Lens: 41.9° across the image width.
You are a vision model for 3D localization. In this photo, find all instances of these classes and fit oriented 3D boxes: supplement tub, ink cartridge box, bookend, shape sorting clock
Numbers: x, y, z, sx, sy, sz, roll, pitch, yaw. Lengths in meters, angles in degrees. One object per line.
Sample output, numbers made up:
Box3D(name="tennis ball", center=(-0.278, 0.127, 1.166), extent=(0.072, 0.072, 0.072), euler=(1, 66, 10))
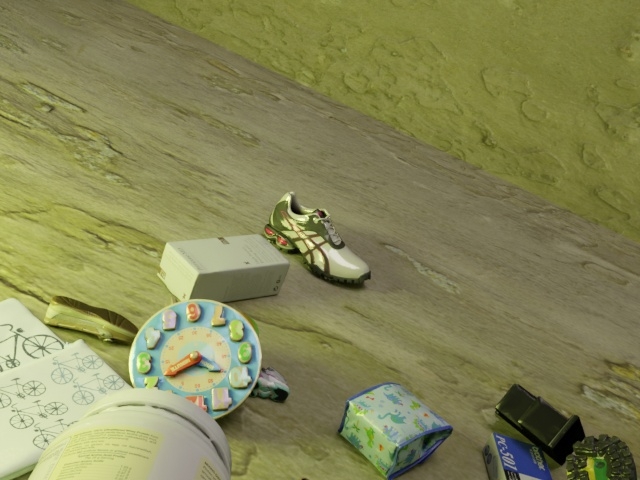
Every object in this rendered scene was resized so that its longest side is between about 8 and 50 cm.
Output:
Box3D(name="supplement tub", center=(-0.218, 0.331, 0.883), extent=(0.235, 0.235, 0.325), euler=(19, 25, -4))
Box3D(name="ink cartridge box", center=(0.336, 0.412, 1.376), extent=(0.097, 0.046, 0.207), euler=(19, 25, -9))
Box3D(name="bookend", center=(0.382, 0.311, 1.492), extent=(0.157, 0.072, 0.156), euler=(38, -7, 33))
Box3D(name="shape sorting clock", center=(-0.195, 0.184, 1.304), extent=(0.206, 0.040, 0.206), euler=(2, 64, -3))

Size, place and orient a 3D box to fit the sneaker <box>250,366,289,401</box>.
Box3D(name="sneaker", center=(-0.101, 0.233, 1.410), extent=(0.098, 0.038, 0.069), euler=(23, 22, -18))

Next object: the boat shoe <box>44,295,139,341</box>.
Box3D(name="boat shoe", center=(-0.377, 0.139, 1.382), extent=(0.153, 0.048, 0.056), euler=(21, 12, -16))

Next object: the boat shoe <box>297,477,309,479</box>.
Box3D(name="boat shoe", center=(0.018, 0.397, 1.132), extent=(0.183, 0.066, 0.066), euler=(35, 29, 28))

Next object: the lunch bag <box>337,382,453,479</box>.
Box3D(name="lunch bag", center=(0.125, 0.302, 1.373), extent=(0.151, 0.096, 0.129), euler=(-19, 45, -41))

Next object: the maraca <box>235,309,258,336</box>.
Box3D(name="maraca", center=(-0.174, 0.184, 1.380), extent=(0.127, 0.099, 0.186), euler=(2, 38, 23))

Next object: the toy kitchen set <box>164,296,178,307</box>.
Box3D(name="toy kitchen set", center=(-0.233, 0.136, 1.458), extent=(0.075, 0.068, 0.083), euler=(10, 27, -22))

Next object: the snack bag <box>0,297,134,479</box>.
Box3D(name="snack bag", center=(-0.465, 0.198, 1.194), extent=(0.342, 0.037, 0.323), euler=(34, 28, 26))

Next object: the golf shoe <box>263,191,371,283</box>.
Box3D(name="golf shoe", center=(0.000, 0.000, 1.857), extent=(0.272, 0.120, 0.105), euler=(30, 25, 16))

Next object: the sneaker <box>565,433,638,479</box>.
Box3D(name="sneaker", center=(0.461, 0.466, 1.264), extent=(0.146, 0.134, 0.343), euler=(57, 30, -27))

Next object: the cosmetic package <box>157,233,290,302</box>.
Box3D(name="cosmetic package", center=(-0.188, 0.056, 1.639), extent=(0.231, 0.085, 0.117), euler=(-5, 35, -46))
